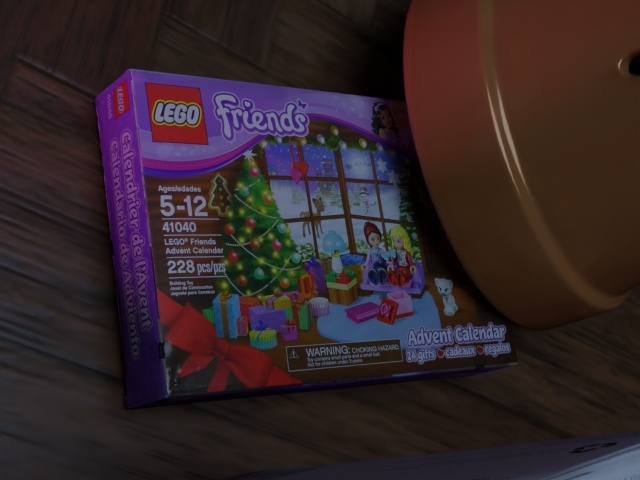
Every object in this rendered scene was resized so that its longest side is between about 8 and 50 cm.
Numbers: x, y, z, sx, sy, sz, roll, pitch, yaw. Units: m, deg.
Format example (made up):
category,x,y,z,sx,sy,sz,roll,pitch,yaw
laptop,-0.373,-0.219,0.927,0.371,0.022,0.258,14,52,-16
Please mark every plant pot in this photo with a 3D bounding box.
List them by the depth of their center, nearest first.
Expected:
category,x,y,z,sx,sy,sz,roll,pitch,yaw
plant pot,0.222,-0.094,0.762,0.291,0.203,0.291,30,52,-48

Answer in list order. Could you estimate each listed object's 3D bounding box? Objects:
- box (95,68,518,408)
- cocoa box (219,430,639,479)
category,x,y,z,sx,sy,sz,roll,pitch,yaw
box,0.000,0.000,0.707,0.293,0.057,0.201,0,75,-37
cocoa box,0.000,0.225,0.450,0.231,0.347,0.228,-5,80,-39
